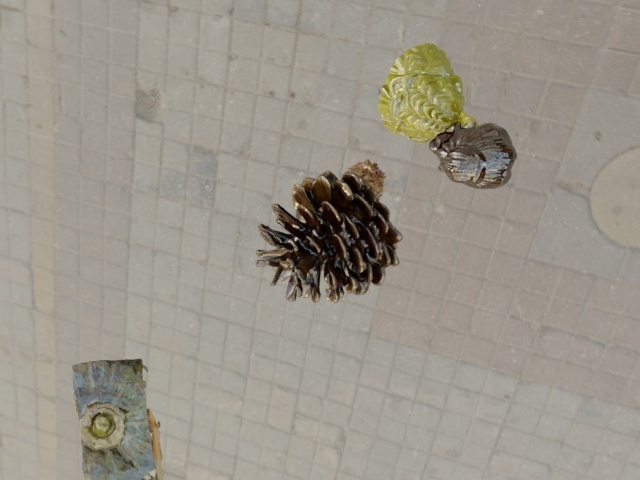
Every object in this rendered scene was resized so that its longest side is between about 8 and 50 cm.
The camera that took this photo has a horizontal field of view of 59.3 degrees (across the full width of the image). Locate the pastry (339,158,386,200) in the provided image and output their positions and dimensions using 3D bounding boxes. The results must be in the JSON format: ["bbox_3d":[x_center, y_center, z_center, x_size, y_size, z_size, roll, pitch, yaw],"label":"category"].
[{"bbox_3d":[0.055,-0.076,0.874,0.087,0.169,0.063,-19,120,25],"label":"pastry"}]

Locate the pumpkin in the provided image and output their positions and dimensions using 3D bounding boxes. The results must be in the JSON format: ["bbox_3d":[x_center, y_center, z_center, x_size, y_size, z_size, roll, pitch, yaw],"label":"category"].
[{"bbox_3d":[-0.379,0.350,1.065,0.139,0.190,0.281,-5,90,-13],"label":"pumpkin"}]

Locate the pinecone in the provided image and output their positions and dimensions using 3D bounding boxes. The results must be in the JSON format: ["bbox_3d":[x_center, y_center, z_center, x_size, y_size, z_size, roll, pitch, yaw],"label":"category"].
[{"bbox_3d":[0.000,0.003,0.678,0.163,0.165,0.163,39,143,37],"label":"pinecone"}]

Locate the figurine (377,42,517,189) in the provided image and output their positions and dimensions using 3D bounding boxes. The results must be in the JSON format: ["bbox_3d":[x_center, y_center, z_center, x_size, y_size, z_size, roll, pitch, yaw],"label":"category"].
[{"bbox_3d":[0.243,-0.202,1.019,0.168,0.315,0.187,16,120,-35],"label":"figurine"}]
